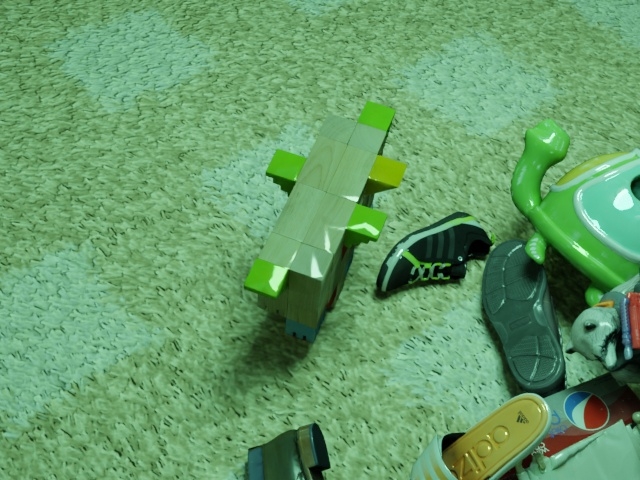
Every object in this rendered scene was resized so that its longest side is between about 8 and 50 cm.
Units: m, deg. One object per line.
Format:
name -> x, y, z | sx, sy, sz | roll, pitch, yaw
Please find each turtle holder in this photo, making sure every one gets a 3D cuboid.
turtle holder -> 0.463, -0.038, 1.532 | 0.243, 0.227, 0.320 | 21, 23, -41

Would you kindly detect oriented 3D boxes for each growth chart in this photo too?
growth chart -> 0.385, 0.341, 1.316 | 0.237, 0.021, 0.171 | -16, 93, -19

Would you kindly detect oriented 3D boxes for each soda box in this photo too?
soda box -> 0.337, 0.283, 1.376 | 0.263, 0.083, 0.092 | -17, 52, -18

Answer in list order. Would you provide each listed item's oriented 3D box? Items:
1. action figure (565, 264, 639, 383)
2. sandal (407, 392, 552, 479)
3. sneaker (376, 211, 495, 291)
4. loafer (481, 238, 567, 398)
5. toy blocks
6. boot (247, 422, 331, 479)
action figure -> 0.497, 0.187, 1.364 | 0.330, 0.178, 0.341 | 17, 67, -18
sandal -> 0.188, 0.291, 1.276 | 0.265, 0.076, 0.102 | -46, 45, 10
sneaker -> 0.199, 0.028, 1.583 | 0.235, 0.084, 0.097 | -31, 60, -27
loafer -> 0.329, 0.132, 1.519 | 0.109, 0.095, 0.302 | -21, 43, 17
toy blocks -> 0.000, 0.000, 1.490 | 0.191, 0.261, 0.381 | 19, 57, 8
boot -> -0.037, 0.366, 1.296 | 0.106, 0.082, 0.219 | -16, 59, 15
